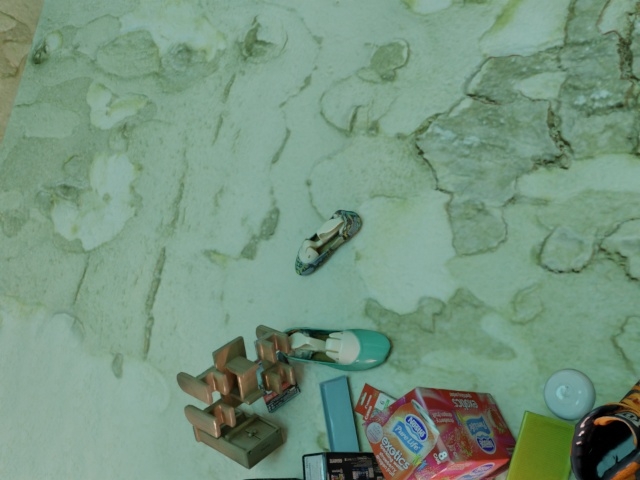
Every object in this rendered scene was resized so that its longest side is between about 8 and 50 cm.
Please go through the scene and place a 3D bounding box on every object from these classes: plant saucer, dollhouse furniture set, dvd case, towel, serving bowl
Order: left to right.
[{"bbox_3d":[-0.179,0.305,1.489,0.161,0.212,0.242,15,121,41],"label":"dollhouse furniture set"},{"bbox_3d":[-0.095,0.289,1.573,0.087,0.013,0.119,-39,59,21],"label":"dvd case"},{"bbox_3d":[0.042,0.362,1.449,0.067,0.018,0.192,-23,65,29],"label":"plant saucer"},{"bbox_3d":[0.338,0.397,1.180,0.021,0.102,0.237,171,116,-81],"label":"towel"},{"bbox_3d":[0.400,0.249,1.214,0.083,0.027,0.083,-12,69,33],"label":"serving bowl"}]

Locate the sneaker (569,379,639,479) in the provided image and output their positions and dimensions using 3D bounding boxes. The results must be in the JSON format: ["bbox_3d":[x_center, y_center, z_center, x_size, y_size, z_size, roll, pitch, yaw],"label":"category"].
[{"bbox_3d":[0.480,0.241,1.060,0.124,0.180,0.321,40,101,37],"label":"sneaker"}]

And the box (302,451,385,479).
[{"bbox_3d":[0.054,0.454,1.285,0.051,0.220,0.175,-16,68,29],"label":"box"}]

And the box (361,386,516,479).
[{"bbox_3d":[0.201,0.322,1.192,0.123,0.257,0.128,-40,57,24],"label":"box"}]

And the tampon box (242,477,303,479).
[{"bbox_3d":[-0.066,0.512,1.393,0.101,0.161,0.120,0,75,36],"label":"tampon box"}]

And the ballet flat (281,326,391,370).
[{"bbox_3d":[0.015,0.211,1.468,0.247,0.087,0.083,-3,77,35],"label":"ballet flat"}]

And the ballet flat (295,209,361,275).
[{"bbox_3d":[0.000,0.000,1.555,0.188,0.070,0.070,-44,56,18],"label":"ballet flat"}]

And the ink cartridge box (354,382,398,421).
[{"bbox_3d":[0.111,0.317,1.404,0.115,0.029,0.062,22,91,38],"label":"ink cartridge box"}]
